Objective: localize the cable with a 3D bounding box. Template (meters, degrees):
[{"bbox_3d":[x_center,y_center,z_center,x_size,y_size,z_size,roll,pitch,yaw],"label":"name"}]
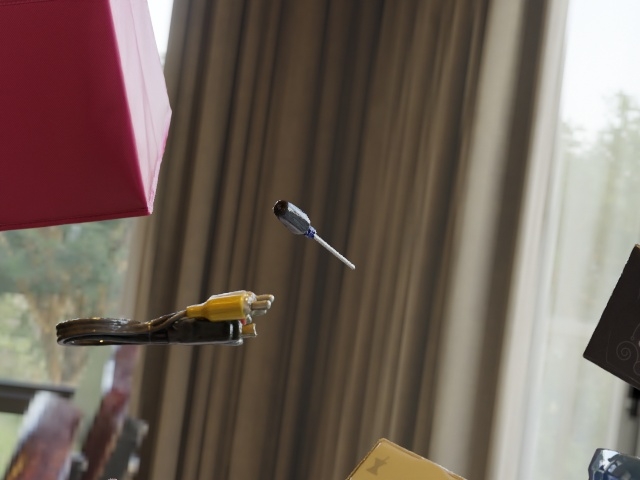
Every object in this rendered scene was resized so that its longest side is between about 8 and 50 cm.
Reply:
[{"bbox_3d":[-0.207,0.107,1.811,0.287,0.072,0.139,0,-11,-5],"label":"cable"}]

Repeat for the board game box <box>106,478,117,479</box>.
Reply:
[{"bbox_3d":[-0.406,0.348,1.757,0.281,0.027,0.145,-18,-12,40],"label":"board game box"}]

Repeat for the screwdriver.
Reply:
[{"bbox_3d":[0.000,0.000,1.459,0.025,0.024,0.170,28,-7,43],"label":"screwdriver"}]

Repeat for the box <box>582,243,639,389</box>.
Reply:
[{"bbox_3d":[0.482,0.112,1.725,0.143,0.165,0.270,31,15,36],"label":"box"}]

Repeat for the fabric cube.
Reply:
[{"bbox_3d":[-0.312,-0.186,1.448,0.254,0.258,0.259,-7,32,3],"label":"fabric cube"}]

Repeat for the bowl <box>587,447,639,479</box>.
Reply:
[{"bbox_3d":[0.377,0.252,0.983,0.391,0.077,0.391,20,-6,2],"label":"bowl"}]

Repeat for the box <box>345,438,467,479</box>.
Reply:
[{"bbox_3d":[0.111,0.314,1.212,0.149,0.127,0.232,20,-29,49],"label":"box"}]
